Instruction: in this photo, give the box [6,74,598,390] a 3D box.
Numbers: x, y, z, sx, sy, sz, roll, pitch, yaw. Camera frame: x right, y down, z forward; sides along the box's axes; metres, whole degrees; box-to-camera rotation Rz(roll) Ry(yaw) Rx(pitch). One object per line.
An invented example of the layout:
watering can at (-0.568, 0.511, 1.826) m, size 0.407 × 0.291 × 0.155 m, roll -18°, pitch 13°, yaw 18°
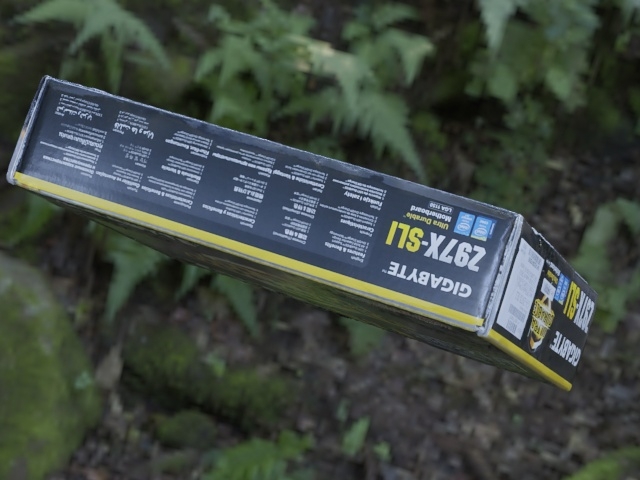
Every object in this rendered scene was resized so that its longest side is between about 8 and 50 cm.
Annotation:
box at (0.000, 0.000, 1.070) m, size 0.322 × 0.079 × 0.257 m, roll 18°, pitch -4°, yaw 21°
